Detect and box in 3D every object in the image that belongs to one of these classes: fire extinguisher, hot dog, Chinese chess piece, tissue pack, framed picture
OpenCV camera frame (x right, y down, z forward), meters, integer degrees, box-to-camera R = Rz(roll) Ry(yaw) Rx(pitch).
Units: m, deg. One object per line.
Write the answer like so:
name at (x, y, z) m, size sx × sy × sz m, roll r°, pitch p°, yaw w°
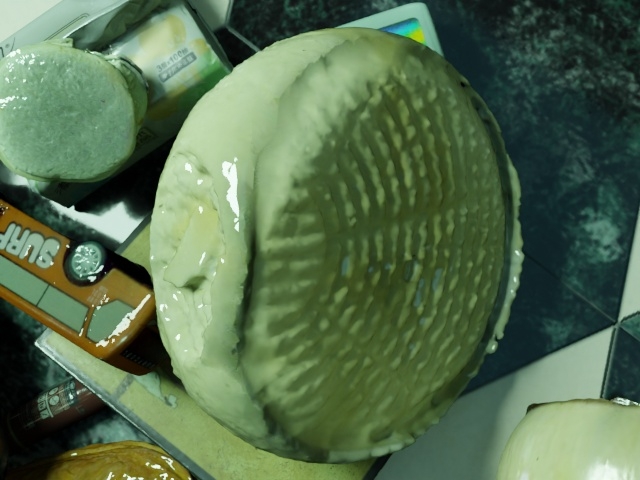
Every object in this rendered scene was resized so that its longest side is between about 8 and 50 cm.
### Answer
fire extinguisher at (-0.257, 0.165, 1.003) m, size 0.158 × 0.043 × 0.064 m, roll -27°, pitch 38°, yaw 4°
hot dog at (-0.223, 0.296, 0.946) m, size 0.272 × 0.122 × 0.196 m, roll -17°, pitch 81°, yaw -9°
Chinese chess piece at (0.271, 0.219, 0.806) m, size 0.257 × 0.257 × 0.104 m, roll 16°, pitch 67°, yaw 10°
tissue pack at (-0.220, -0.166, 0.981) m, size 0.229 × 0.145 × 0.159 m, roll -33°, pitch 80°, yaw 4°
framed picture at (-0.067, 0.104, 0.958) m, size 0.338 × 0.014 × 0.255 m, roll 37°, pitch 73°, yaw 10°

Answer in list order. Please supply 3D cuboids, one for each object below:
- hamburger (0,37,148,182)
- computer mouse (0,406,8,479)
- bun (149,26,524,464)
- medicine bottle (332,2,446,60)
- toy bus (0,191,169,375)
hamburger at (-0.231, -0.117, 0.906) m, size 0.140 × 0.062 × 0.133 m, roll 6°, pitch 108°, yaw -10°
computer mouse at (-0.396, 0.149, 0.932) m, size 0.183 × 0.116 × 0.323 m, roll -29°, pitch 51°, yaw 2°
bun at (0.000, 0.001, 0.857) m, size 0.202 × 0.364 × 0.364 m, roll 14°, pitch 85°, yaw 48°
medicine bottle at (0.012, -0.141, 0.973) m, size 0.228 × 0.083 × 0.121 m, roll -17°, pitch 88°, yaw 6°
toy bus at (-0.299, 0.004, 0.953) m, size 0.408 × 0.093 × 0.092 m, roll 26°, pitch 81°, yaw 27°
